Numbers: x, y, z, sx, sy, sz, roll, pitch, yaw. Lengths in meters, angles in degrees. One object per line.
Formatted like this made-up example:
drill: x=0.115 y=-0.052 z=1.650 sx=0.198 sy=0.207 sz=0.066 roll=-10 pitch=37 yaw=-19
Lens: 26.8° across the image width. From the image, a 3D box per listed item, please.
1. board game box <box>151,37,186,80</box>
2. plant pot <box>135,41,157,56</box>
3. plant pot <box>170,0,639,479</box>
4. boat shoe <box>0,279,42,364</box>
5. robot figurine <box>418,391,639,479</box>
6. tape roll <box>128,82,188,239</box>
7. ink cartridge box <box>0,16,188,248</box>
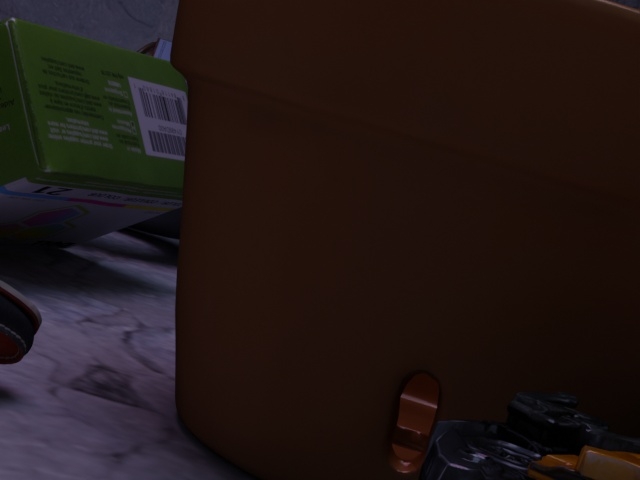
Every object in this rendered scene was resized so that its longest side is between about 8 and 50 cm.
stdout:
board game box: x=-0.122 y=-0.107 z=1.354 sx=0.145 sy=0.027 sz=0.281 roll=16 pitch=37 yaw=-6
plant pot: x=-0.143 y=-0.115 z=1.504 sx=0.165 sy=0.167 sz=0.167 roll=24 pitch=7 yaw=11
plant pot: x=0.059 y=0.003 z=0.580 sx=0.290 sy=0.204 sz=0.291 roll=16 pitch=6 yaw=-2
boat shoe: x=-0.174 y=0.028 z=0.504 sx=0.137 sy=0.049 sz=0.043 roll=17 pitch=47 yaw=-22
robot figurine: x=0.150 y=0.110 z=0.392 sx=0.211 sy=0.085 sz=0.291 roll=19 pitch=6 yaw=35
tape roll: x=-0.162 y=-0.076 z=1.059 sx=0.219 sy=0.072 sz=0.219 roll=19 pitch=-15 yaw=5
ink cartridge box: x=-0.228 y=-0.041 z=0.861 sx=0.255 sy=0.097 sz=0.189 roll=-19 pitch=-10 yaw=24
